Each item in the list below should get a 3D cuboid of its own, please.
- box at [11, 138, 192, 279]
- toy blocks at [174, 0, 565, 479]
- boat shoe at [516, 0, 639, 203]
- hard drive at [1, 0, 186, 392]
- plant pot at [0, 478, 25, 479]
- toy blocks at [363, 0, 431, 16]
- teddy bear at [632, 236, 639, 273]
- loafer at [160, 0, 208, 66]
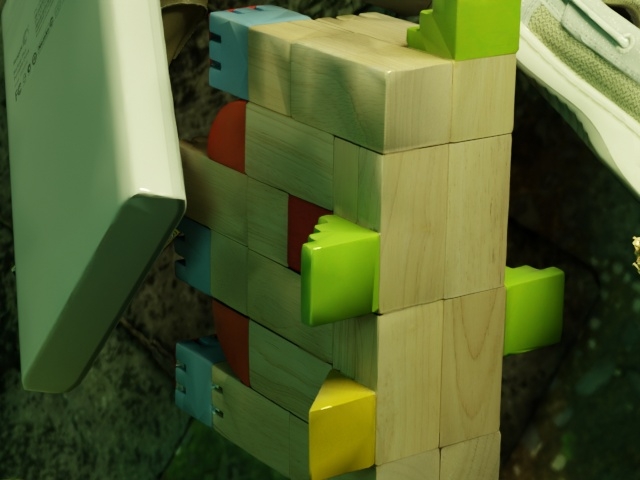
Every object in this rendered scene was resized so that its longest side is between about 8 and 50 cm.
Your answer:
[{"bbox_3d":[-0.158,-0.007,1.472,0.169,0.059,0.054,-44,56,25],"label":"box"},{"bbox_3d":[0.000,0.000,1.241,0.261,0.190,0.382,26,121,51],"label":"toy blocks"},{"bbox_3d":[0.191,-0.103,1.170,0.103,0.118,0.320,-43,45,10],"label":"boat shoe"},{"bbox_3d":[-0.171,-0.101,1.392,0.233,0.047,0.353,125,146,-44],"label":"hard drive"},{"bbox_3d":[-0.272,0.319,1.415,0.227,0.207,0.228,36,104,37],"label":"plant pot"},{"bbox_3d":[0.048,-0.345,1.237,0.309,0.260,0.289,-29,65,32],"label":"toy blocks"},{"bbox_3d":[0.268,0.010,1.010,0.245,0.338,0.113,-29,48,-15],"label":"teddy bear"},{"bbox_3d":[-0.132,-0.147,1.482,0.148,0.056,0.050,-38,61,39],"label":"loafer"}]
